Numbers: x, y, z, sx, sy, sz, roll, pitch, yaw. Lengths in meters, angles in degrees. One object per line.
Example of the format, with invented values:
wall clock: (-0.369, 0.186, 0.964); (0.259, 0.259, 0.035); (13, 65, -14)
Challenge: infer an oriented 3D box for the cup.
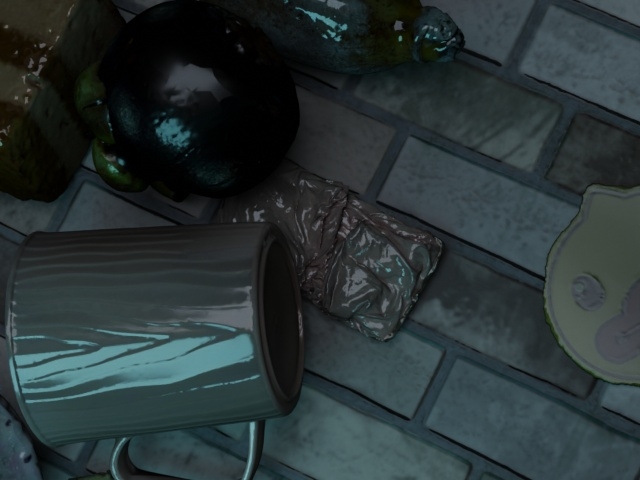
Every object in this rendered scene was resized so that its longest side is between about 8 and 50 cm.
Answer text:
cup: (-0.166, 0.122, 1.579); (0.273, 0.208, 0.288); (-6, 73, 12)

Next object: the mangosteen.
mangosteen: (-0.142, -0.140, 1.634); (0.243, 0.243, 0.243); (-2, 77, 9)

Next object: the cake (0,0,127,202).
cake: (-0.334, -0.213, 1.710); (0.196, 0.198, 0.293); (21, 77, 18)

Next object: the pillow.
pillow: (0.000, 0.000, 1.677); (0.248, 0.049, 0.135); (29, 87, 17)

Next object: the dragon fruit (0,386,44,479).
dragon fruit: (-0.427, 0.275, 1.613); (0.221, 0.204, 0.283); (39, 67, -12)

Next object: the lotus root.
lotus root: (0.007, -0.261, 1.695); (0.322, 0.140, 0.158); (28, 58, 10)

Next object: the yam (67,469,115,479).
yam: (-0.224, 0.399, 1.610); (0.071, 0.067, 0.317); (-7, 77, 3)

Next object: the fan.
fan: (0.366, 0.082, 1.618); (0.230, 0.011, 0.335); (-29, 73, 1)
